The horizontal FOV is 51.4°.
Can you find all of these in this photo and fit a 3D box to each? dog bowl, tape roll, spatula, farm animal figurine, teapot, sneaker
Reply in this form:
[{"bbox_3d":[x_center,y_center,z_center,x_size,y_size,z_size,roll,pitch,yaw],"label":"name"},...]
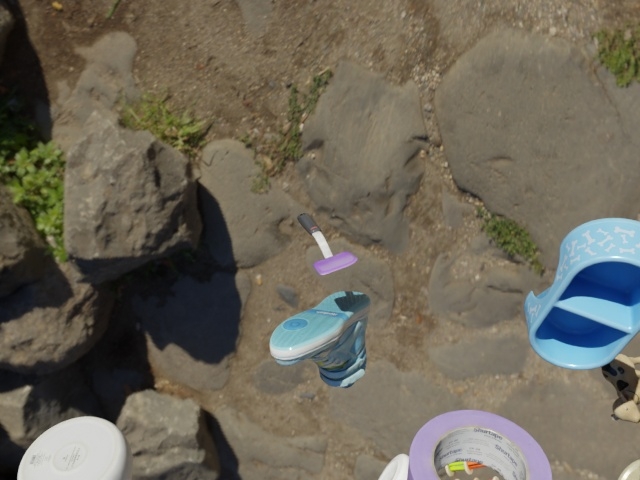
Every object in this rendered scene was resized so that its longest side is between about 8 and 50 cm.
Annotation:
[{"bbox_3d":[0.427,0.098,1.039,0.166,0.074,0.297,20,136,5],"label":"dog bowl"},{"bbox_3d":[0.214,0.331,0.913,0.189,0.189,0.080,8,126,12],"label":"tape roll"},{"bbox_3d":[0.000,0.000,1.404,0.084,0.296,0.030,-19,121,-9],"label":"spatula"},{"bbox_3d":[0.665,0.328,1.251,0.172,0.326,0.330,4,166,-19],"label":"farm animal figurine"},{"bbox_3d":[-0.521,0.532,1.455,0.253,0.256,0.187,27,137,36],"label":"teapot"},{"bbox_3d":[0.013,0.251,1.430,0.127,0.319,0.208,9,109,34],"label":"sneaker"}]

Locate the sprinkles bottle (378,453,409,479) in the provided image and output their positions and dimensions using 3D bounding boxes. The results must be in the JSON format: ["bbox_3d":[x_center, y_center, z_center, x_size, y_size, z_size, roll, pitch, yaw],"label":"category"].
[{"bbox_3d":[0.277,0.572,1.321,0.355,0.121,0.121,35,124,-1],"label":"sprinkles bottle"}]

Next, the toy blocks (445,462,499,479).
[{"bbox_3d":[0.394,0.577,1.629,0.148,0.054,0.123,-16,100,28],"label":"toy blocks"}]

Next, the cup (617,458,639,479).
[{"bbox_3d":[0.791,0.611,1.472,0.331,0.331,0.237,-33,119,30],"label":"cup"}]
